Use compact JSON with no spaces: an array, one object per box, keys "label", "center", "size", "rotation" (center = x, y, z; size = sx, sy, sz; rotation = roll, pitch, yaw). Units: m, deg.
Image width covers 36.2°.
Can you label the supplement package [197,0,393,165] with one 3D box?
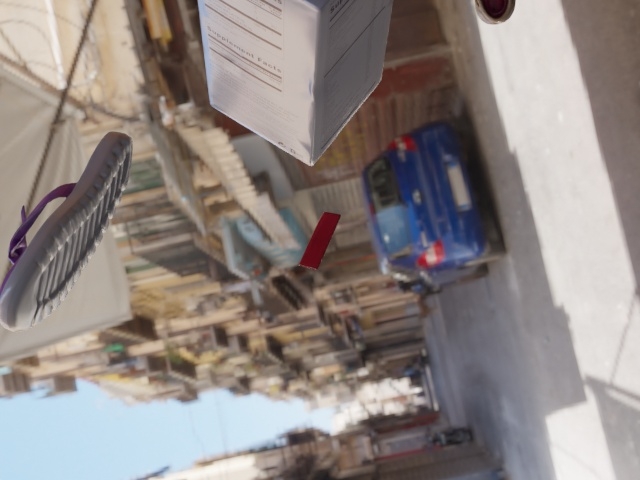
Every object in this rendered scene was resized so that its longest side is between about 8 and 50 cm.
[{"label":"supplement package","center":[-0.021,-0.210,0.918],"size":[0.139,0.134,0.244],"rotation":[-52,-14,-23]}]

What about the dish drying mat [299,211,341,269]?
[{"label":"dish drying mat","center":[0.000,0.000,1.325],"size":[0.008,0.032,0.083],"rotation":[44,-116,-51]}]

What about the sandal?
[{"label":"sandal","center":[-0.399,-0.020,1.475],"size":[0.416,0.102,0.169],"rotation":[-68,-7,-51]}]

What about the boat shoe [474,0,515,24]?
[{"label":"boat shoe","center":[0.186,-0.317,1.058],"size":[0.059,0.063,0.170],"rotation":[-71,-30,-71]}]
